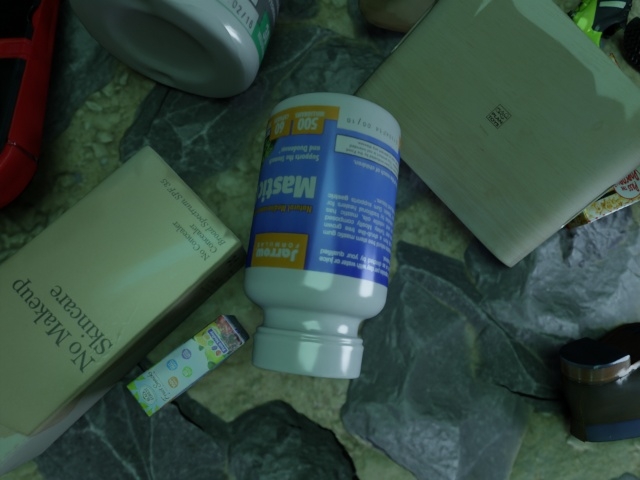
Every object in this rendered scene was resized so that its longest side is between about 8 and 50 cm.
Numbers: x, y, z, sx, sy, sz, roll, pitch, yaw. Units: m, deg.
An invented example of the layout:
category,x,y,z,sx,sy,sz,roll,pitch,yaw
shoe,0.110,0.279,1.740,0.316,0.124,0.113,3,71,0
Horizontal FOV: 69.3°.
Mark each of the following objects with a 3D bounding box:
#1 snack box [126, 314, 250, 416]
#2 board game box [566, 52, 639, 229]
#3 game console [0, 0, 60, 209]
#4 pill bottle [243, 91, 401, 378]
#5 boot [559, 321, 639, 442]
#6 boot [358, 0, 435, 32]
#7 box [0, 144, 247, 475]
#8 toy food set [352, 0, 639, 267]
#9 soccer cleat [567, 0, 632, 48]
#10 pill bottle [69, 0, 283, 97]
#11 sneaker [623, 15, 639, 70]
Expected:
category,x,y,z,sx,sy,sz,roll,pitch,yaw
snack box,-0.123,0.119,0.467,0.100,0.141,0.037,-38,86,-11
board game box,0.354,-0.131,0.606,0.146,0.045,0.194,-21,82,-9
game console,-0.499,-0.176,0.505,0.385,0.060,0.343,-3,66,-4
pill bottle,0.000,0.000,0.495,0.152,0.152,0.272,8,79,-4
boot,0.382,0.165,0.554,0.219,0.082,0.106,-8,102,-11
boot,0.163,-0.404,0.621,0.294,0.104,0.212,-13,76,-12
box,-0.236,0.068,0.476,0.148,0.121,0.311,44,79,3
toy food set,0.211,-0.147,0.549,0.306,0.092,0.220,46,112,2
soccer cleat,0.406,-0.334,0.647,0.072,0.060,0.179,40,85,-6
pill bottle,-0.117,-0.372,0.527,0.204,0.204,0.362,17,79,-2
sneaker,0.497,-0.259,0.646,0.161,0.057,0.075,42,62,5
